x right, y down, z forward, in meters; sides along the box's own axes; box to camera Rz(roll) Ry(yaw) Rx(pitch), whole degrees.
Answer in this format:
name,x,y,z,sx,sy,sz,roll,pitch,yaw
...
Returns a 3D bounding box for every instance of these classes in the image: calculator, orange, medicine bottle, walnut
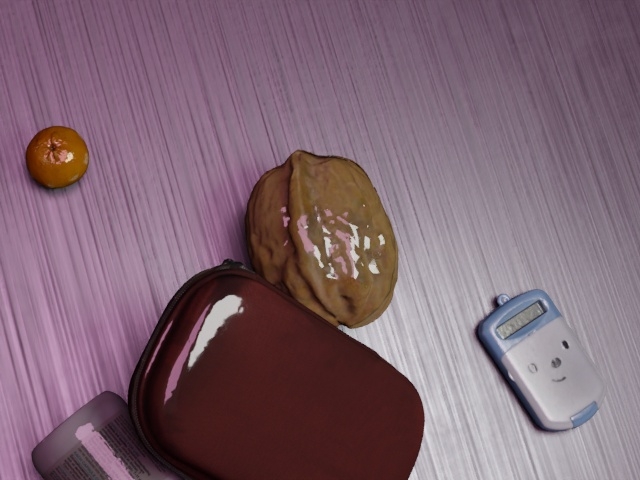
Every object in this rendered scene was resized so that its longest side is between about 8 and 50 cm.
name,x,y,z,sx,sy,sz,roll,pitch,yaw
calculator,0.305,0.163,1.950,0.121,0.039,0.210,-30,83,-22
orange,-0.342,-0.109,1.843,0.083,0.070,0.083,3,74,-9
medicine bottle,-0.237,0.301,1.716,0.135,0.135,0.215,-40,87,-21
walnut,0.000,0.000,1.840,0.198,0.198,0.245,-14,88,-18

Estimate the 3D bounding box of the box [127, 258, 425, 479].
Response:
name,x,y,z,sx,sy,sz,roll,pitch,yaw
box,-0.049,0.210,1.743,0.404,0.108,0.263,36,71,-27
